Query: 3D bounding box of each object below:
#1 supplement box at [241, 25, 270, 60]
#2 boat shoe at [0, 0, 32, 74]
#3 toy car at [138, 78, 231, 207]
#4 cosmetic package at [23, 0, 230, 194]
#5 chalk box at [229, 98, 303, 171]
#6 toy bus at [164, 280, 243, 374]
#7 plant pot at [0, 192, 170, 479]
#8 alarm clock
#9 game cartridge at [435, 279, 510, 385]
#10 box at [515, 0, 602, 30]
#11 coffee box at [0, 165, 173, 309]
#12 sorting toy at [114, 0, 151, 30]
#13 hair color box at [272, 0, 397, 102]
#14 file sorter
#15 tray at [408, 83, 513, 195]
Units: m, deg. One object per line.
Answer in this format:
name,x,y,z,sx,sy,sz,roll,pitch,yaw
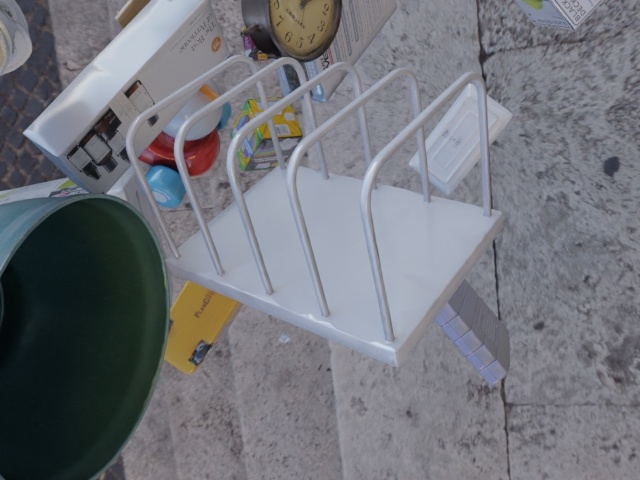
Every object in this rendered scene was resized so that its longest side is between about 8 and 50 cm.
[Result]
supplement box,-0.155,-0.480,1.517,0.055,0.043,0.083,-14,103,-27
boat shoe,-0.288,-0.159,0.484,0.098,0.277,0.096,-42,95,2
toy car,-0.240,-0.214,0.990,0.210,0.219,0.238,30,150,-11
cosmetic package,-0.204,-0.167,0.695,0.060,0.099,0.239,32,75,17
chalk box,-0.162,-0.281,1.741,0.213,0.133,0.132,-45,60,53
toy bus,-0.197,0.092,1.217,0.108,0.130,0.332,33,97,3
plant pot,-0.314,0.091,0.637,0.196,0.293,0.292,5,101,17
alarm clock,-0.027,-0.302,0.756,0.064,0.129,0.192,23,84,40
game cartridge,0.322,0.172,1.363,0.068,0.355,0.230,-37,84,17
box,0.544,-0.563,1.240,0.087,0.169,0.290,39,102,-23
coffee box,-0.524,0.051,1.343,0.335,0.338,0.337,-13,108,-7
sorting toy,-0.427,-0.546,1.483,0.046,0.132,0.274,31,78,15
hair color box,0.033,-0.487,1.338,0.114,0.374,0.185,14,144,26
file sorter,-0.009,-0.055,0.566,0.278,0.193,0.173,17,136,36
tray,0.362,-0.262,1.640,0.145,0.030,0.270,41,113,11
